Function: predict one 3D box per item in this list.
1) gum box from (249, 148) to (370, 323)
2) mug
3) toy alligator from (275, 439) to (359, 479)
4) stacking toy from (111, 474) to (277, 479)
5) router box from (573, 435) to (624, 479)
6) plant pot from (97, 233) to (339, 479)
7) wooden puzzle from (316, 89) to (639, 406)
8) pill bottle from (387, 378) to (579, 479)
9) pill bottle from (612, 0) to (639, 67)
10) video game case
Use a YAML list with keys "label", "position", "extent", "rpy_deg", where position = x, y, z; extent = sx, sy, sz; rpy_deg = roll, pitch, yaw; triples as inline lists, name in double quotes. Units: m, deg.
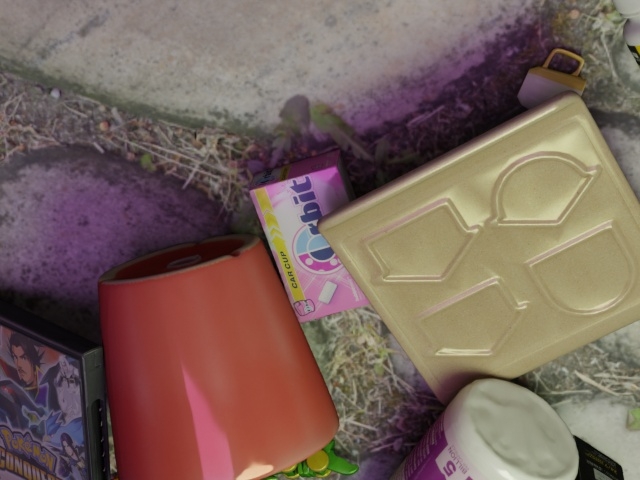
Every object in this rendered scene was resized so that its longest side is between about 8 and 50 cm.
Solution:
- label: "gum box"
  position: [0.000, 0.000, 1.694]
  extent: [0.107, 0.062, 0.188]
  rpy_deg: [-16, 110, 11]
- label: "mug"
  position: [0.258, -0.169, 1.614]
  extent: [0.064, 0.078, 0.062]
  rpy_deg: [24, 145, 4]
- label: "toy alligator"
  position: [-0.046, 0.272, 1.820]
  extent: [0.189, 0.056, 0.051]
  rpy_deg: [-2, 70, 7]
- label: "stacking toy"
  position: [-0.162, 0.384, 1.872]
  extent: [0.221, 0.052, 0.167]
  rpy_deg: [-1, 112, 5]
- label: "router box"
  position: [0.254, 0.421, 1.749]
  extent: [0.081, 0.243, 0.309]
  rpy_deg: [33, 112, -8]
- label: "plant pot"
  position: [-0.132, 0.134, 1.666]
  extent: [0.275, 0.275, 0.243]
  rpy_deg: [-12, 100, 10]
- label: "wooden puzzle"
  position: [0.210, 0.010, 1.653]
  extent: [0.322, 0.080, 0.348]
  rpy_deg: [-27, 125, 15]
- label: "pill bottle"
  position: [0.165, 0.320, 1.743]
  extent: [0.169, 0.169, 0.301]
  rpy_deg: [28, 125, -7]
- label: "pill bottle"
  position: [0.399, -0.207, 1.545]
  extent: [0.119, 0.119, 0.208]
  rpy_deg: [-29, 106, 15]
- label: "video game case"
  position: [-0.354, 0.202, 1.739]
  extent: [0.275, 0.035, 0.248]
  rpy_deg: [19, 119, 38]
